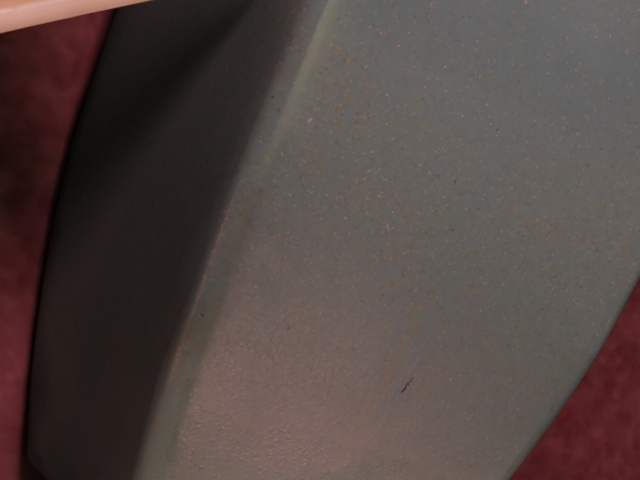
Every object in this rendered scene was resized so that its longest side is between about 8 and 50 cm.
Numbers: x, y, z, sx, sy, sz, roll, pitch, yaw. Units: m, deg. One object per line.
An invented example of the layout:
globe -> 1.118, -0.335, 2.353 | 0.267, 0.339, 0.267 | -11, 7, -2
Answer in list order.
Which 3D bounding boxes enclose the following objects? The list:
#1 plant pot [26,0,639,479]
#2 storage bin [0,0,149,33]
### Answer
plant pot -> 0.000, 0.000, 0.624 | 0.165, 0.166, 0.234 | 24, 90, -29
storage bin -> -0.152, -0.182, 0.446 | 0.262, 0.123, 0.260 | -19, 122, -36
